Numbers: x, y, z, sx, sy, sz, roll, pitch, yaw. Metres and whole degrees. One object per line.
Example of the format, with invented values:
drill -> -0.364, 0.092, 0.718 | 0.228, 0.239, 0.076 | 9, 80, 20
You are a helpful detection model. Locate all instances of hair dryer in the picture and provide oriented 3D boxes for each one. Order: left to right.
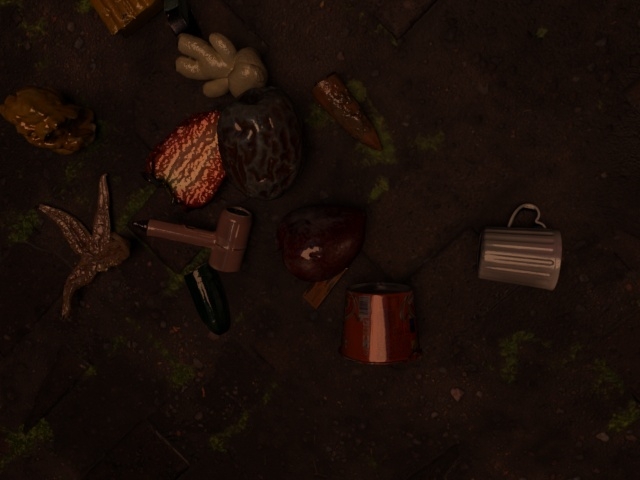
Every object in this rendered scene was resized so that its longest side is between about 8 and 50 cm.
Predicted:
hair dryer -> -0.386, -0.028, 1.599 | 0.344, 0.107, 0.189 | 12, 109, -17

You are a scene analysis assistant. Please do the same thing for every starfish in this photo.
starfish -> -0.759, 0.017, 1.727 | 0.398, 0.132, 0.383 | -22, 91, 28

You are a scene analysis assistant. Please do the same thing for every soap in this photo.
soap -> -0.591, -0.772, 1.522 | 0.204, 0.096, 0.324 | -29, 96, 16

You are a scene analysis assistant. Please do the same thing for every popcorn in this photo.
popcorn -> -0.820, -0.356, 1.620 | 0.254, 0.191, 0.190 | 31, 121, -6

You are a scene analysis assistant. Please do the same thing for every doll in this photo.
doll -> -0.275, -0.498, 1.507 | 0.278, 0.175, 0.149 | 21, 74, -1

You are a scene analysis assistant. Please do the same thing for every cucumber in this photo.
cucumber -> -0.362, 0.198, 1.725 | 0.115, 0.063, 0.243 | -20, 100, 15

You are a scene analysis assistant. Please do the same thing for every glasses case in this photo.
glasses case -> 0.017, 0.126, 1.644 | 0.065, 0.041, 0.170 | 40, 108, 14

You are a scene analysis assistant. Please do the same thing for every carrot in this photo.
carrot -> 0.087, -0.353, 1.500 | 0.102, 0.102, 0.263 | -39, 100, 17

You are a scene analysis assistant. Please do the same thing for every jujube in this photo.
jujube -> -0.162, -0.254, 1.473 | 0.247, 0.215, 0.308 | -4, 128, 12

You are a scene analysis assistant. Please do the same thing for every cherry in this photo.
cherry -> 0.000, 0.000, 1.524 | 0.300, 0.230, 0.203 | -24, 123, -1

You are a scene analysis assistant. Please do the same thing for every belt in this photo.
belt -> -0.395, -0.627, 1.514 | 0.058, 0.105, 0.140 | -19, 89, 15

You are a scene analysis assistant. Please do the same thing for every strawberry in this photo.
strawberry -> -0.366, -0.246, 1.600 | 0.306, 0.138, 0.233 | -46, 113, -1

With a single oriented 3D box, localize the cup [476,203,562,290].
cup -> 0.545, 0.023, 1.477 | 0.202, 0.221, 0.166 | 6, 138, 13

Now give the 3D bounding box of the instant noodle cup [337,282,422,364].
instant noodle cup -> 0.172, 0.231, 1.542 | 0.250, 0.250, 0.192 | 0, 95, 11
